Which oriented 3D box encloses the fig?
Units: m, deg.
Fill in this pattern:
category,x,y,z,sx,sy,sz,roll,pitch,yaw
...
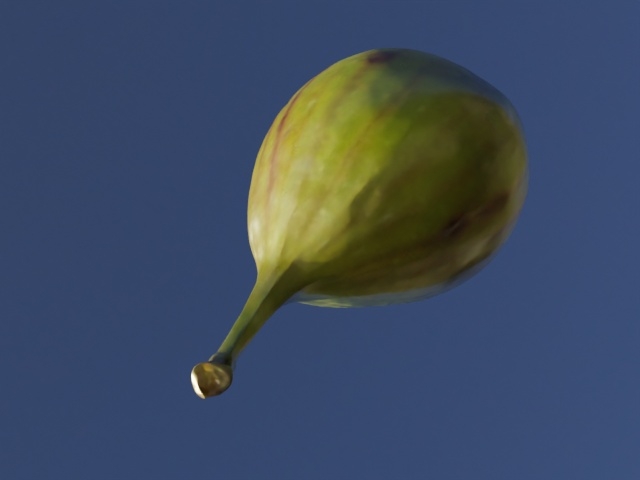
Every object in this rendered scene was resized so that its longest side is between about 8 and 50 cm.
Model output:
category,x,y,z,sx,sy,sz,roll,pitch,yaw
fig,0.000,-0.015,0.473,0.166,0.093,0.093,-16,-64,-46
